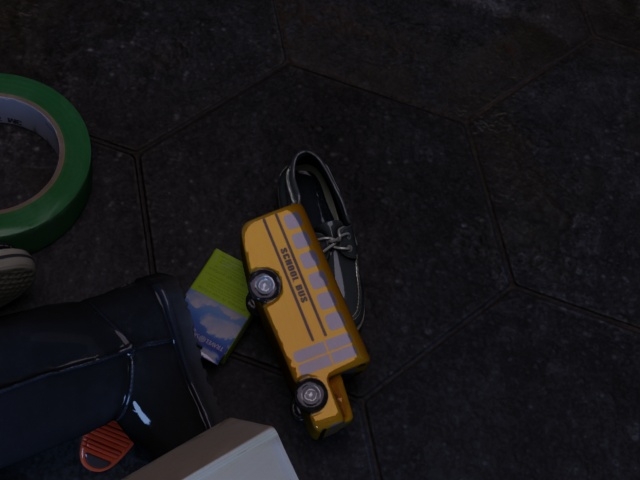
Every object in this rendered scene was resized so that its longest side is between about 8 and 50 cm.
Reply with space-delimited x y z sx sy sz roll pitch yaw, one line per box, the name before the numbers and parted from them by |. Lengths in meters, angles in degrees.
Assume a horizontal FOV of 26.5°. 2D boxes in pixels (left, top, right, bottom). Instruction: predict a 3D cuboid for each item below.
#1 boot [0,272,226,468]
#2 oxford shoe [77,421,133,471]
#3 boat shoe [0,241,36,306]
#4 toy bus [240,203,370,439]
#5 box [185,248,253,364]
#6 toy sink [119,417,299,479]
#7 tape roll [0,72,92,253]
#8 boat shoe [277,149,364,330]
boot | -0.360 0.267 1.825 0.445 0.146 0.367 -16 86 -33
oxford shoe | -0.303 0.212 2.016 0.097 0.098 0.271 33 66 -34
boat shoe | -0.675 0.052 2.000 0.500 0.187 0.156 -9 66 -6
toy bus | -0.025 0.123 2.038 0.130 0.108 0.333 -21 76 -11
box | -0.161 0.108 2.109 0.109 0.042 0.178 26 59 9
toy sink | -0.159 0.347 1.769 0.234 0.153 0.131 -28 99 -25
tape roll | -0.529 -0.121 2.183 0.321 0.077 0.321 4 58 -6
boat shoe | 0.000 0.000 2.161 0.116 0.099 0.320 -7 61 -15
